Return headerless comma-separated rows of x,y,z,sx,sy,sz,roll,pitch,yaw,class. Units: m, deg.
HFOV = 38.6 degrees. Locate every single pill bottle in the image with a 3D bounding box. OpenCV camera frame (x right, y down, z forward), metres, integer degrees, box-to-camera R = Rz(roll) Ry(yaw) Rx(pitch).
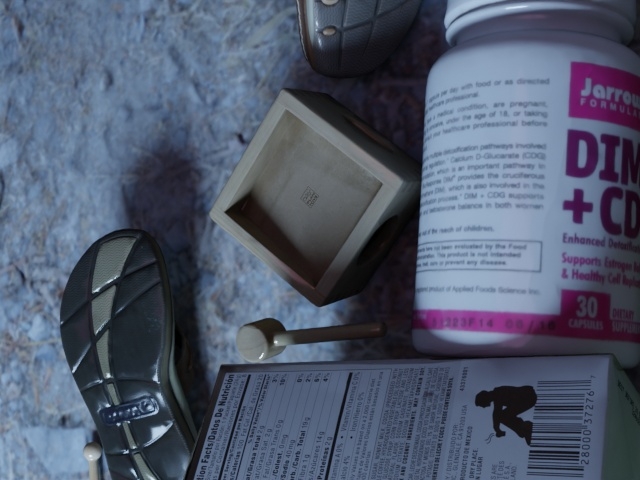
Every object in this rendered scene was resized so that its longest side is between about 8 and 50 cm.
0.152,-0.054,0.657,0.160,0.160,0.282,1,83,25,pill bottle

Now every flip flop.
-0.156,0.126,0.837,0.112,0.080,0.277,-14,94,18,flip flop

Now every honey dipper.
-0.210,0.273,0.870,0.031,0.030,0.160,-12,76,23,honey dipper

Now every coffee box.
0.073,0.168,0.633,0.297,0.168,0.118,-7,54,33,coffee box

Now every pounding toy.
0.004,0.010,0.765,0.181,0.094,0.206,39,111,18,pounding toy

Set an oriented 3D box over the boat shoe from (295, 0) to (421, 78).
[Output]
0.025,-0.301,0.782,0.116,0.123,0.324,18,103,58,boat shoe
